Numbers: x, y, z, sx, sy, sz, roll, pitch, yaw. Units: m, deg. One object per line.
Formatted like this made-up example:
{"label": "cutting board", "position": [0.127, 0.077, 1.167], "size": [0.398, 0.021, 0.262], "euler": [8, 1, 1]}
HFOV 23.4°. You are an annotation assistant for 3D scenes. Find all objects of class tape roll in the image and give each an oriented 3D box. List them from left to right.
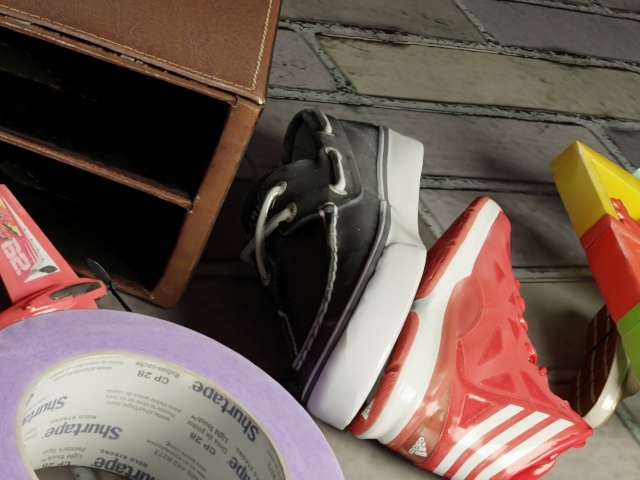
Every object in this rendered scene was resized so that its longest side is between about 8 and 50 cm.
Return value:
{"label": "tape roll", "position": [-0.087, 0.123, 0.701], "size": [0.189, 0.080, 0.189], "euler": [19, 32, -13]}

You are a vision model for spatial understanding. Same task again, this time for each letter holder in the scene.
{"label": "letter holder", "position": [-0.146, -0.133, 0.959], "size": [0.214, 0.152, 0.302], "euler": [20, 32, -9]}

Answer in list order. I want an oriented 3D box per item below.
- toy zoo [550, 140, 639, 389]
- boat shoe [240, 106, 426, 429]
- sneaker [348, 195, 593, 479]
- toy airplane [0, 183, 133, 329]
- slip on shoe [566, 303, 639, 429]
{"label": "toy zoo", "position": [0.254, 0.041, 1.071], "size": [0.192, 0.030, 0.293], "euler": [32, 27, -29]}
{"label": "boat shoe", "position": [0.000, 0.000, 0.919], "size": [0.102, 0.108, 0.301], "euler": [24, 29, -7]}
{"label": "sneaker", "position": [0.103, 0.073, 0.935], "size": [0.128, 0.087, 0.221], "euler": [35, 44, -4]}
{"label": "toy airplane", "position": [-0.158, 0.042, 0.808], "size": [0.151, 0.028, 0.151], "euler": [27, 39, -25]}
{"label": "slip on shoe", "position": [0.193, 0.085, 1.003], "size": [0.041, 0.051, 0.135], "euler": [39, 25, -4]}
